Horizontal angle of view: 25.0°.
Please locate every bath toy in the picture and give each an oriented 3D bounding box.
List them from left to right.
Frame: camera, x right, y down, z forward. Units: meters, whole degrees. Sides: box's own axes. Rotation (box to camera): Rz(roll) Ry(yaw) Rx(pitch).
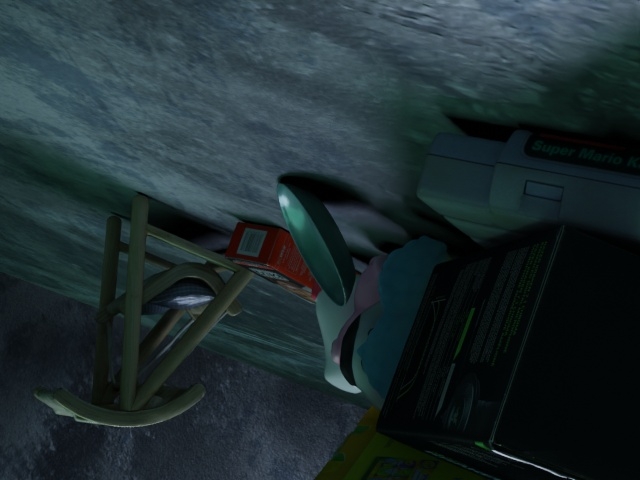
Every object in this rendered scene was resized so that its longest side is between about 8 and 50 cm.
[{"bbox_3d":[0.064,0.068,1.321,0.129,0.151,0.348,59,170,-1],"label":"bath toy"}]

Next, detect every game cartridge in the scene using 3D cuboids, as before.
[{"bbox_3d":[0.254,0.018,0.849,0.355,0.068,0.230,14,164,37],"label":"game cartridge"}]

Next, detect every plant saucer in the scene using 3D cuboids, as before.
[{"bbox_3d":[0.000,0.000,1.231,0.119,0.021,0.119,58,167,21],"label":"plant saucer"}]

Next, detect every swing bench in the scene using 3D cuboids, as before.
[{"bbox_3d":[-0.206,0.104,1.681,0.165,0.255,0.253,24,170,-14],"label":"swing bench"}]

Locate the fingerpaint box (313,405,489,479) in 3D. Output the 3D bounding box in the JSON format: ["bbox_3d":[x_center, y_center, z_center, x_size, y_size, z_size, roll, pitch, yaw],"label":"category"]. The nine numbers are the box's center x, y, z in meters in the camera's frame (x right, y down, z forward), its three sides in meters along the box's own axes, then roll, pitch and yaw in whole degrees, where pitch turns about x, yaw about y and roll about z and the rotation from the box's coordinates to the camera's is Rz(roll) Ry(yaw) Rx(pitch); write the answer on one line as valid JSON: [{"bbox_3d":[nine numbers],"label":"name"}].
[{"bbox_3d":[0.193,0.260,1.217,0.371,0.163,0.445,3,-167,15],"label":"fingerpaint box"}]

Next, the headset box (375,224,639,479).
[{"bbox_3d":[0.196,0.104,0.887,0.246,0.131,0.283,22,170,-9],"label":"headset box"}]

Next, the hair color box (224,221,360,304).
[{"bbox_3d":[-0.025,0.029,1.518,0.072,0.043,0.141,9,165,47],"label":"hair color box"}]
